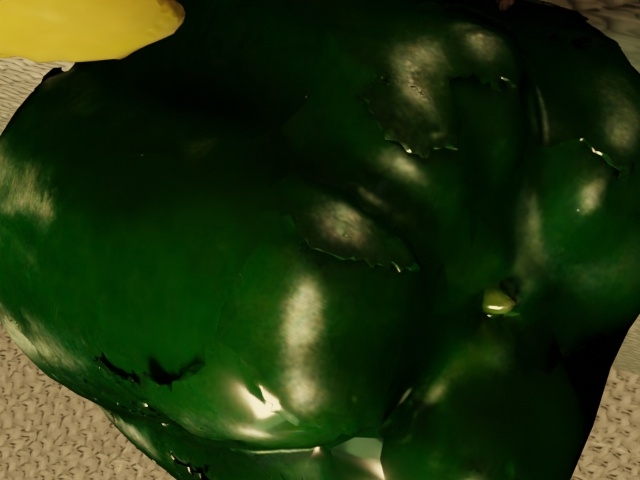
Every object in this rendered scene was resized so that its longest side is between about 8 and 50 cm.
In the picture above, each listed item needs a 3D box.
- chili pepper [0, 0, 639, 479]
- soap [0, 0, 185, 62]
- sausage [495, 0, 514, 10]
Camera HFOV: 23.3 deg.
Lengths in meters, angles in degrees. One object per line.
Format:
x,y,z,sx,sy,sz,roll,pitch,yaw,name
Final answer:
0.000,0.000,0.622,0.233,0.249,0.256,20,180,-29,chili pepper
-0.251,-0.168,0.475,0.306,0.115,0.427,16,174,35,soap
0.006,-0.123,0.515,0.145,0.048,0.050,17,128,-13,sausage
